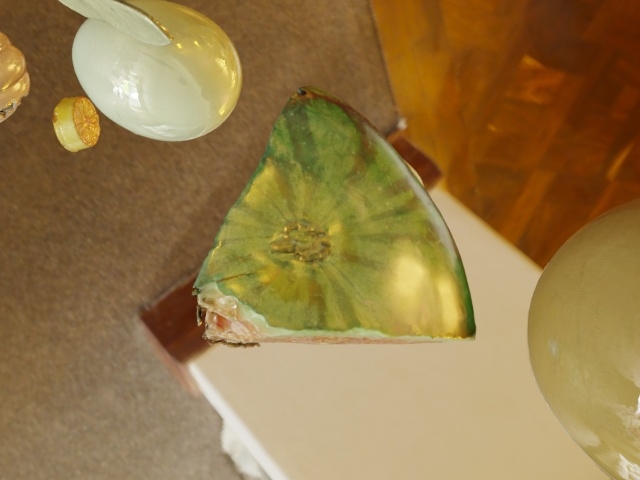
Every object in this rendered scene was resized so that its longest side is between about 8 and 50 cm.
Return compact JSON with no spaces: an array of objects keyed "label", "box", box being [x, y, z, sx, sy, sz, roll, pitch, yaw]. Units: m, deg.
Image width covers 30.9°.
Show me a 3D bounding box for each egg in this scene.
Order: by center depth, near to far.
[{"label":"egg","box":[0.356,0.099,1.012,0.301,0.374,0.301,-2,93,-43]},{"label":"egg","box":[-0.185,-0.192,1.290,0.151,0.209,0.151,-43,144,-42]}]

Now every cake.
[{"label":"cake","box":[-0.370,-0.177,1.753,0.044,0.084,0.084,-8,146,21]}]

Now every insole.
[{"label":"insole","box":[-0.202,-0.216,1.103,0.010,0.192,0.063,-55,132,-10]}]

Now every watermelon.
[{"label":"watermelon","box":[0.017,-0.016,0.629,0.231,0.128,0.146,34,54,-77]}]

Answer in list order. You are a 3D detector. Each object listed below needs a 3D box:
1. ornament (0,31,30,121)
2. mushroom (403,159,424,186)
[{"label":"ornament","box":[-0.610,-0.286,2.045,0.177,0.177,0.177,-24,137,-25]},{"label":"mushroom","box":[0.061,-0.051,1.125,0.083,0.083,0.067,14,123,-47]}]
